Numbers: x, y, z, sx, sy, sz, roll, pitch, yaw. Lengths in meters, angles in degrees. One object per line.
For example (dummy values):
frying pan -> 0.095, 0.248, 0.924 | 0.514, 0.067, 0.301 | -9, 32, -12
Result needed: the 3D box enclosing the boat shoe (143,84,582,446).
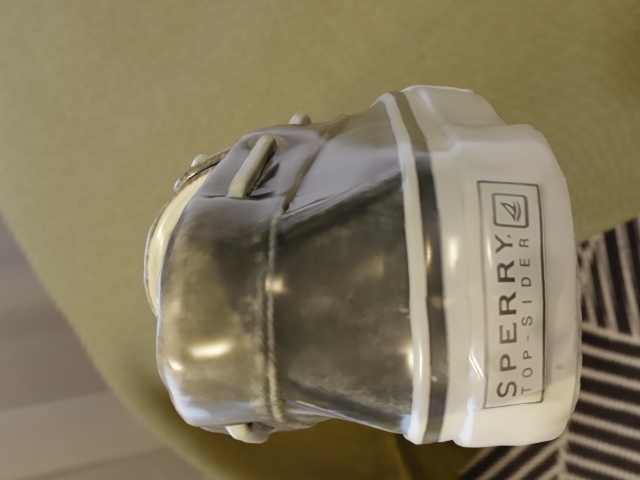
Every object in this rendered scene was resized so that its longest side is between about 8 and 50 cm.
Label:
boat shoe -> 0.000, 0.000, 0.505 | 0.335, 0.119, 0.121 | 152, 120, -88
